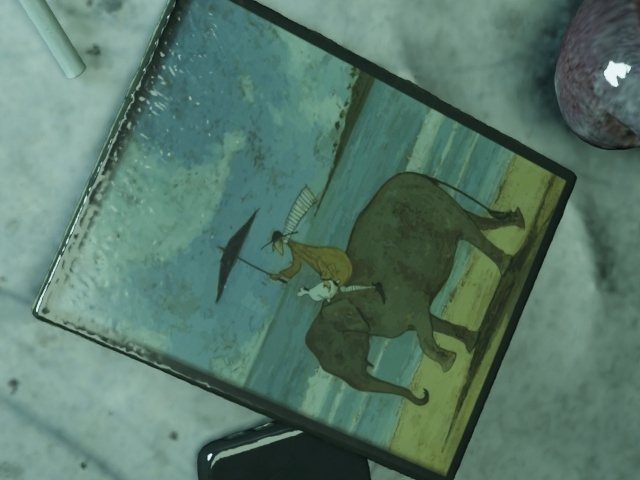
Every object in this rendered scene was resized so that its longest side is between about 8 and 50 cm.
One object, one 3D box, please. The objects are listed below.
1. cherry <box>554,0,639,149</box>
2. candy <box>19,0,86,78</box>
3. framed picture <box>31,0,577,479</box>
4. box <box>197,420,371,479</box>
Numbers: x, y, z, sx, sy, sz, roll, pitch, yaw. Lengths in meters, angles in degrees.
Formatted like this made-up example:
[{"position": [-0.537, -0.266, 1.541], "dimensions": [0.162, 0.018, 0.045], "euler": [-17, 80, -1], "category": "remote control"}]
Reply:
[{"position": [0.259, -0.128, 1.199], "dimensions": [0.176, 0.140, 0.176], "euler": [1, 87, -12], "category": "cherry"}, {"position": [-0.238, -0.252, 1.025], "dimensions": [0.124, 0.124, 0.365], "euler": [-36, 121, -11], "category": "candy"}, {"position": [0.000, 0.000, 1.178], "dimensions": [0.347, 0.016, 0.265], "euler": [27, 83, -22], "category": "framed picture"}, {"position": [-0.024, 0.191, 1.216], "dimensions": [0.125, 0.027, 0.126], "euler": [-15, 106, -14], "category": "box"}]
